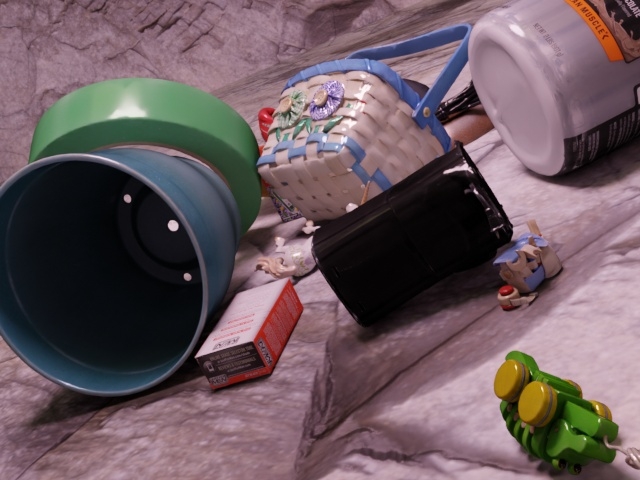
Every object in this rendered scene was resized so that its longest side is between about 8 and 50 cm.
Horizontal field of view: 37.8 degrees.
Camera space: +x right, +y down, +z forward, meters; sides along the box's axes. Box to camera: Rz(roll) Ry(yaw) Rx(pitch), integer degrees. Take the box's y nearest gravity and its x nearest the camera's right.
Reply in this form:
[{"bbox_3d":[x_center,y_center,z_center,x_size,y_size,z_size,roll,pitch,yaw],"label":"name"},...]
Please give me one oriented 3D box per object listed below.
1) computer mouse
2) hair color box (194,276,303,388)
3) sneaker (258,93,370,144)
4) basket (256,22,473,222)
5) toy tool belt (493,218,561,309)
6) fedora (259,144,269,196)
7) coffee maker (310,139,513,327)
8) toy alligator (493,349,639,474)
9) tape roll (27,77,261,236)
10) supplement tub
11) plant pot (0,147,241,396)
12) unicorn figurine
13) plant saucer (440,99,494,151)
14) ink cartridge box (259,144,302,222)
[{"bbox_3d":[0.163,-0.233,1.460,0.184,0.060,0.262,-27,18,0],"label":"computer mouse"},{"bbox_3d":[-0.073,0.096,0.994,0.072,0.043,0.141,-18,18,22],"label":"hair color box"},{"bbox_3d":[0.003,-0.244,1.730,0.279,0.118,0.107,-18,20,23],"label":"sneaker"},{"bbox_3d":[0.067,-0.172,1.271,0.254,0.201,0.289,-6,43,49],"label":"basket"},{"bbox_3d":[0.181,0.020,0.853,0.052,0.051,0.083,-4,28,49],"label":"toy tool belt"},{"bbox_3d":[-0.056,-0.111,1.459,0.194,0.079,0.194,-8,2,0],"label":"fedora"},{"bbox_3d":[0.084,-0.007,0.904,0.178,0.120,0.171,-33,-10,13],"label":"coffee maker"},{"bbox_3d":[0.156,0.124,0.602,0.051,0.056,0.190,-67,18,8],"label":"toy alligator"},{"bbox_3d":[-0.242,-0.086,1.303,0.321,0.321,0.077,-19,53,20],"label":"tape roll"},{"bbox_3d":[0.360,-0.232,1.071,0.338,0.207,0.207,-28,18,-8],"label":"supplement tub"},{"bbox_3d":[-0.219,0.007,1.114,0.271,0.272,0.255,-19,11,18],"label":"plant pot"},{"bbox_3d":[0.000,0.000,1.163,0.162,0.060,0.111,-47,24,-13],"label":"unicorn figurine"},{"bbox_3d":[0.183,-0.176,1.432,0.198,0.036,0.199,-22,19,8],"label":"plant saucer"},{"bbox_3d":[-0.049,-0.088,1.365,0.062,0.115,0.029,-18,21,22],"label":"ink cartridge box"}]
